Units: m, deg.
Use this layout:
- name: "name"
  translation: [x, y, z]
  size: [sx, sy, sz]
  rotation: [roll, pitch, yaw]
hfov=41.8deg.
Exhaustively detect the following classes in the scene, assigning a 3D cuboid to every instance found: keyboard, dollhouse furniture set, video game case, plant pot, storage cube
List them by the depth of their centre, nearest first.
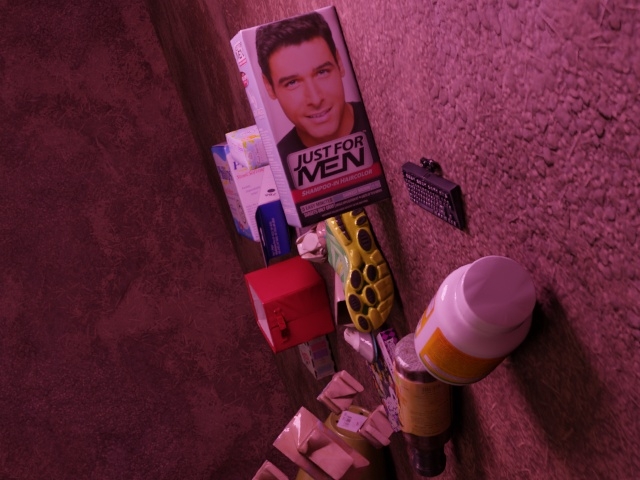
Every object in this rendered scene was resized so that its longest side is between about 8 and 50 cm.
- name: "keyboard"
  translation: [0.177, -0.085, 1.358]
  size: [0.180, 0.023, 0.108]
  rotation: [-140, 33, -64]
- name: "plant pot"
  translation: [0.078, 0.116, 1.877]
  size: [0.109, 0.109, 0.096]
  rotation: [89, 168, -54]
- name: "video game case"
  translation: [0.170, 0.328, 1.927]
  size: [0.232, 0.041, 0.210]
  rotation: [110, 141, -70]
- name: "dollhouse furniture set"
  translation: [0.062, 0.591, 2.103]
  size: [0.394, 0.362, 0.256]
  rotation: [40, 163, 0]
- name: "plant pot"
  translation: [0.071, 0.615, 2.332]
  size: [0.275, 0.274, 0.294]
  rotation: [-126, 37, -51]
- name: "storage cube"
  translation: [-0.088, 0.183, 2.435]
  size: [0.215, 0.193, 0.184]
  rotation: [-133, 27, -58]

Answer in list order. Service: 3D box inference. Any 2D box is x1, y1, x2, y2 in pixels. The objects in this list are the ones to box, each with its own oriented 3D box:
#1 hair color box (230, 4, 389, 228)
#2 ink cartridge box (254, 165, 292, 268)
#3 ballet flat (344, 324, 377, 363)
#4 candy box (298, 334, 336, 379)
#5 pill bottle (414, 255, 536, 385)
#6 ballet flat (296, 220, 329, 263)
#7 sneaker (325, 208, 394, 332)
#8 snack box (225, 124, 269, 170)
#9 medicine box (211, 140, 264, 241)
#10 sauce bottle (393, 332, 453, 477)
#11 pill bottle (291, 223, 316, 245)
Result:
- name: "hair color box"
  translation: [-0.020, -0.230, 1.586]
  size: [0.113, 0.185, 0.375]
  rotation: [-165, 57, -75]
- name: "ink cartridge box"
  translation: [-0.112, -0.084, 2.180]
  size: [0.333, 0.065, 0.165]
  rotation: [-85, -13, -57]
- name: "ballet flat"
  translation: [0.081, 0.204, 1.941]
  size: [0.213, 0.068, 0.072]
  rotation: [-101, 12, -49]
- name: "candy box"
  translation: [-0.027, 0.315, 2.639]
  size: [0.165, 0.070, 0.196]
  rotation: [-145, 38, -68]
- name: "pill bottle"
  translation: [0.223, 0.114, 1.202]
  size: [0.246, 0.136, 0.136]
  rotation: [102, 146, -66]
- name: "ballet flat"
  translation: [0.000, 0.000, 2.008]
  size: [0.316, 0.106, 0.108]
  rotation: [128, 122, -75]
- name: "sneaker"
  translation: [0.081, 0.051, 1.789]
  size: [0.123, 0.109, 0.296]
  rotation: [107, 151, -74]
- name: "snack box"
  translation: [-0.085, -0.221, 1.818]
  size: [0.174, 0.207, 0.070]
  rotation: [-146, 38, -68]
- name: "medicine box"
  translation: [-0.195, -0.162, 2.474]
  size: [0.263, 0.149, 0.289]
  rotation: [-161, 52, -73]
- name: "sauce bottle"
  translation: [0.205, 0.334, 1.640]
  size: [0.111, 0.111, 0.344]
  rotation: [-126, 22, -50]
- name: "pill bottle"
  translation: [-0.040, -0.057, 2.152]
  size: [0.078, 0.078, 0.137]
  rotation: [-126, 21, -51]
